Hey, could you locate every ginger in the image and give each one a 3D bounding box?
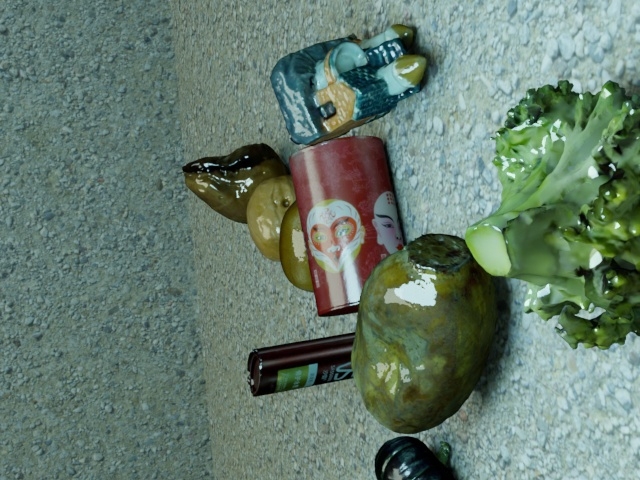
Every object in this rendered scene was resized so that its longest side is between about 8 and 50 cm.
[{"bbox_3d":[-0.211,-0.141,2.555,0.200,0.269,0.223,-118,9,-78],"label":"ginger"}]

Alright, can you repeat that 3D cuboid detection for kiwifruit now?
[{"bbox_3d":[0.000,0.000,2.149,0.196,0.196,0.234,-171,76,-69],"label":"kiwifruit"}]

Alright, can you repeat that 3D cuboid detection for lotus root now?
[{"bbox_3d":[0.182,0.142,1.641,0.250,0.250,0.346,-118,25,-44],"label":"lotus root"}]

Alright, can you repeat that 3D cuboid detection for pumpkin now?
[{"bbox_3d":[0.187,0.470,1.869,0.194,0.150,0.194,172,90,-81],"label":"pumpkin"}]

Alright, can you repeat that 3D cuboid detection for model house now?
[{"bbox_3d":[0.090,-0.311,1.776,0.291,0.253,0.184,-15,96,50],"label":"model house"}]

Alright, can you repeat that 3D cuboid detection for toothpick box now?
[{"bbox_3d":[0.062,-0.026,1.956,0.204,0.204,0.333,149,112,-68],"label":"toothpick box"}]

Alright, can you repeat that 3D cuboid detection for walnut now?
[{"bbox_3d":[-0.079,-0.051,2.332,0.195,0.195,0.221,117,145,-56],"label":"walnut"}]

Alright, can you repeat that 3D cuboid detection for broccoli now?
[{"bbox_3d":[0.335,-0.024,1.221,0.324,0.272,0.334,48,167,-27],"label":"broccoli"}]

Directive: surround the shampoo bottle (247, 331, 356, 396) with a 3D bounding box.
[{"bbox_3d":[0.013,0.252,2.007,0.129,0.323,0.084,105,151,-43],"label":"shampoo bottle"}]

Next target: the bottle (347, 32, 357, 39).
[{"bbox_3d":[0.056,-0.353,2.014,0.099,0.099,0.152,-120,32,-47],"label":"bottle"}]
